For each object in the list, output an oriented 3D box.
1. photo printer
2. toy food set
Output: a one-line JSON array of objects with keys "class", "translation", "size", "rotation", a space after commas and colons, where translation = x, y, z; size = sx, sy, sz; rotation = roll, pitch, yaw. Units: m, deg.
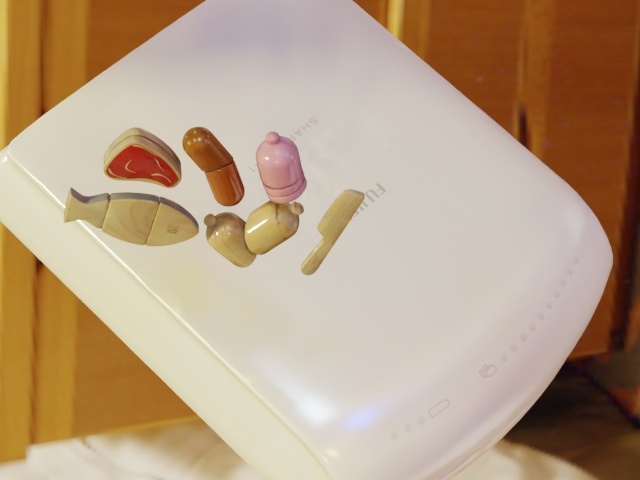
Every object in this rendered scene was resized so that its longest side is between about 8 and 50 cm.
[{"class": "photo printer", "translation": [0.000, 0.000, 0.848], "size": [0.307, 0.256, 0.107], "rotation": [43, 152, 15]}, {"class": "toy food set", "translation": [-0.047, -0.024, 0.650], "size": [0.078, 0.122, 0.019], "rotation": [-56, 27, 37]}]
